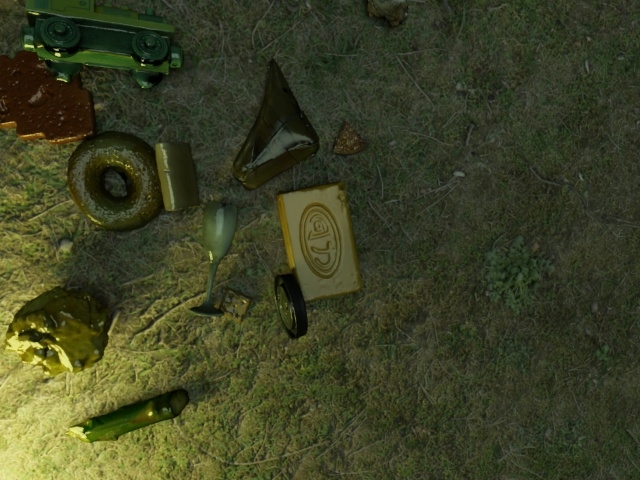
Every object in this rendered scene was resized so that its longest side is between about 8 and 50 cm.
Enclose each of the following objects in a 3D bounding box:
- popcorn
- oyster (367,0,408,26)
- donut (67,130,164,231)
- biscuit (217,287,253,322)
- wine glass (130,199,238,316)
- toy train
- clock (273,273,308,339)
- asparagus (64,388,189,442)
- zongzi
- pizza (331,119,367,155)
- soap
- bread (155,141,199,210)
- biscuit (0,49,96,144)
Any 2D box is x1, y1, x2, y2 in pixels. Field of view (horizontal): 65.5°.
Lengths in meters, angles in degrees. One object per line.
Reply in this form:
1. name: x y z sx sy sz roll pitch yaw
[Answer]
1. popcorn: -0.670 0.235 1.285 0.233 0.192 0.266 26 115 -27
2. oyster: 0.171 -0.679 1.401 0.177 0.056 0.105 37 77 -12
3. donut: -0.534 -0.151 1.299 0.271 0.107 0.272 -1 98 -10
4. biscuit: -0.246 0.187 1.427 0.083 0.018 0.081 27 91 -11
5. wine glass: -0.372 0.035 1.352 0.264 0.096 0.310 8 92 -7
6. toy train: -0.530 -0.516 1.235 0.368 0.150 0.237 1 70 -22
7. clock: -0.082 0.181 1.374 0.040 0.184 0.185 -13 98 -20
8. asparagus: -0.536 0.494 1.374 0.342 0.085 0.082 -15 122 -11
9. zongzi: -0.167 -0.312 1.350 0.260 0.123 0.289 -31 90 -3
10. pizza: 0.088 -0.284 1.441 0.099 0.029 0.100 19 94 -20
11. soap: 0.000 -0.001 1.413 0.204 0.096 0.325 -12 97 -8
12. bread: -0.380 -0.170 1.315 0.060 0.139 0.178 -5 96 16
13. biscuit: -0.696 -0.353 1.261 0.306 0.043 0.284 37 84 -1
